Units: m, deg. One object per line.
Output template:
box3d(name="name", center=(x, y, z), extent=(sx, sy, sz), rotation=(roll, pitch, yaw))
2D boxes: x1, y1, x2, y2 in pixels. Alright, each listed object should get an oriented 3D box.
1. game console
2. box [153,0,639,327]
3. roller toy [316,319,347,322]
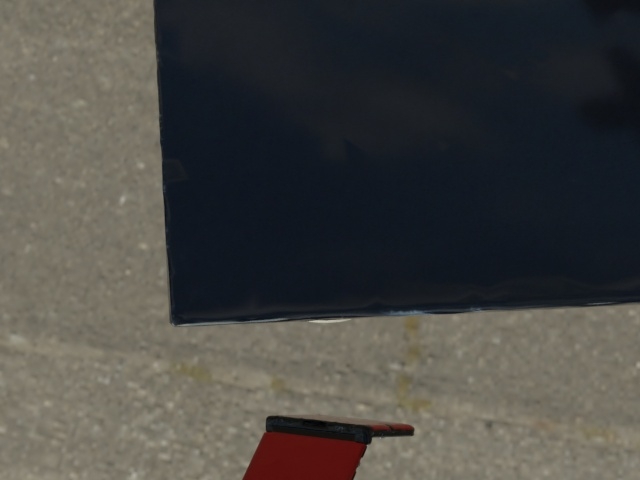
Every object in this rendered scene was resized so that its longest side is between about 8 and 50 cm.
box3d(name="game console", center=(0.007, 0.228, 1.412), extent=(0.144, 0.085, 0.124), rotation=(0, 175, 42))
box3d(name="box", center=(0.090, -0.060, 0.708), extent=(0.313, 0.178, 0.343), rotation=(-2, -179, 2))
box3d(name="roller toy", center=(0.000, 0.000, 1.636), extent=(0.209, 0.191, 0.146), rotation=(-12, 132, -21))
